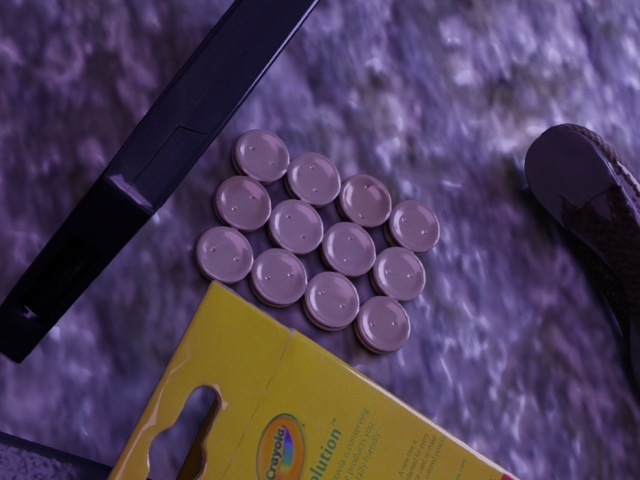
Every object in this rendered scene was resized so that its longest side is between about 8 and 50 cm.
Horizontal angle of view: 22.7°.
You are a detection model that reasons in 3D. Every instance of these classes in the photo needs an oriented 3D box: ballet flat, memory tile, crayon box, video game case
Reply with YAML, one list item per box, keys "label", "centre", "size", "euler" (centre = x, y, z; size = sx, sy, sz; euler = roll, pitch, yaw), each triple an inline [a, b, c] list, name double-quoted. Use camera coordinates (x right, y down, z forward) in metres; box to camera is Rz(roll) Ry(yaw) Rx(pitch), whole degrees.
- label: "ballet flat"
  centre: [0.219, 0.030, 1.054]
  size: [0.250, 0.084, 0.058]
  euler: [57, 24, 9]
- label: "memory tile"
  centre: [0.000, 0.000, 0.998]
  size: [0.148, 0.012, 0.113]
  euler: [24, 62, -12]
- label: "crayon box"
  centre: [0.016, 0.190, 0.871]
  size: [0.318, 0.081, 0.202]
  euler: [35, 60, -15]
- label: "video game case"
  centre: [-0.066, -0.076, 0.862]
  size: [0.035, 0.248, 0.275]
  euler: [38, 60, -8]

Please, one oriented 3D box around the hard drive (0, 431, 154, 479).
- label: "hard drive"
  centre: [-0.143, 0.163, 0.863]
  size: [0.135, 0.022, 0.094]
  euler: [21, 63, -15]
